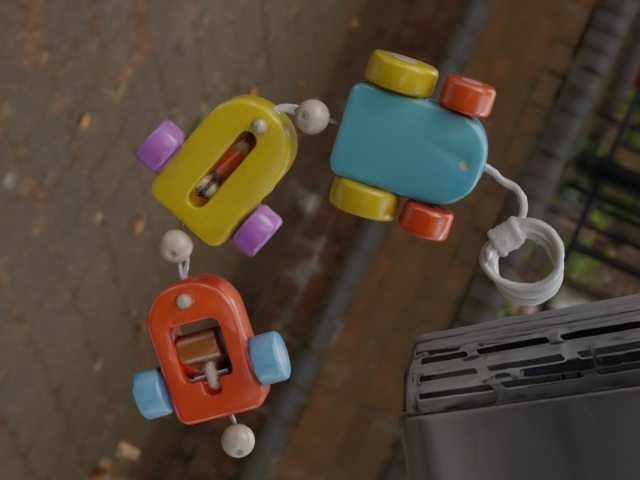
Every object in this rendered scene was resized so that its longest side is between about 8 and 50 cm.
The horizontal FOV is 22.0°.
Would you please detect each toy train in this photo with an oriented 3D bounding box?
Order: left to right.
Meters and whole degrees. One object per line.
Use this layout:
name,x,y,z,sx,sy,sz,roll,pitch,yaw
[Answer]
toy train,0.000,0.000,0.603,0.046,0.166,0.125,-54,122,-76

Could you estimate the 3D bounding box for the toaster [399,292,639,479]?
toaster,0.111,0.082,0.427,0.129,0.227,0.146,-6,84,-43
